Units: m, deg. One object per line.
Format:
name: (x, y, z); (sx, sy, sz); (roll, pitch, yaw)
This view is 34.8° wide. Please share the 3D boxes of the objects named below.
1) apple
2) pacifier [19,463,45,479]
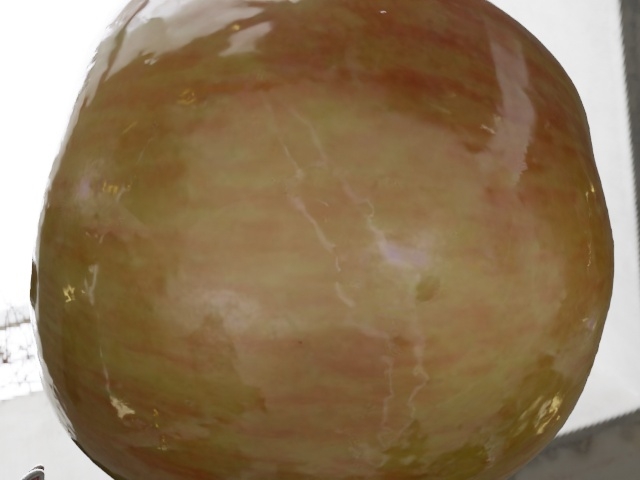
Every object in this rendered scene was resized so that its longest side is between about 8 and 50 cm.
apple: (0.000, 0.000, 0.665); (0.347, 0.391, 0.391); (5, -74, -1)
pacifier: (-0.306, 0.237, 0.968); (0.078, 0.099, 0.081); (36, -58, 8)
